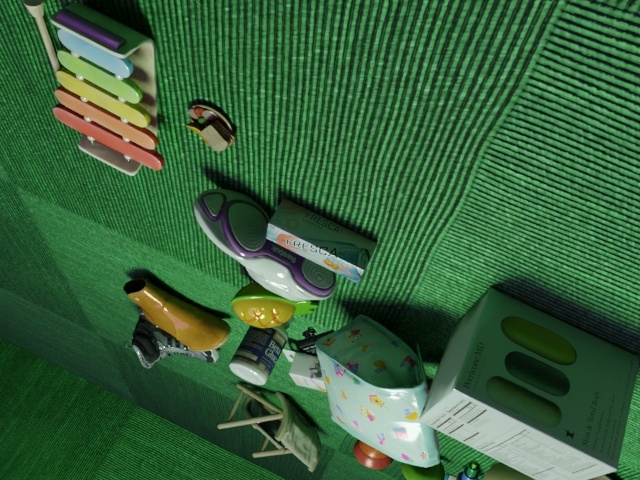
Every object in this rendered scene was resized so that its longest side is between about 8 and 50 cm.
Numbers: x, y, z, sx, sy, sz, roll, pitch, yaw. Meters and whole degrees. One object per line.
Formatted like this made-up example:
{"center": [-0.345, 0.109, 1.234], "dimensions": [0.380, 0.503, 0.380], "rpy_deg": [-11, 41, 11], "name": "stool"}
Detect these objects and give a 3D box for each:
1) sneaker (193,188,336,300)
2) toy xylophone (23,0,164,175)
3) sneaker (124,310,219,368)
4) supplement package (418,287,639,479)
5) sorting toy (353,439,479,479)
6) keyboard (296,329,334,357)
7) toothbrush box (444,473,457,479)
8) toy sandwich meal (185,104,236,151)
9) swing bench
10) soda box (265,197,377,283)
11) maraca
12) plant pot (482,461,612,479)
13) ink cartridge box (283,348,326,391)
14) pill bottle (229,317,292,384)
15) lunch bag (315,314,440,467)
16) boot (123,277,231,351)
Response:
{"center": [-0.120, 0.027, 1.197], "dimensions": [0.305, 0.114, 0.152], "rpy_deg": [39, 148, -19], "name": "sneaker"}
{"center": [-0.350, -0.242, 1.001], "dimensions": [0.236, 0.081, 0.322], "rpy_deg": [23, 150, 9], "name": "toy xylophone"}
{"center": [-0.444, 0.326, 1.908], "dimensions": [0.269, 0.153, 0.101], "rpy_deg": [31, 151, -6], "name": "sneaker"}
{"center": [0.340, 0.250, 1.075], "dimensions": [0.263, 0.199, 0.198], "rpy_deg": [26, 150, 5], "name": "supplement package"}
{"center": [0.279, 0.605, 1.827], "dimensions": [0.366, 0.127, 0.126], "rpy_deg": [17, 120, 13], "name": "sorting toy"}
{"center": [0.000, 0.251, 1.548], "dimensions": [0.108, 0.023, 0.180], "rpy_deg": [37, 149, -15], "name": "keyboard"}
{"center": [0.431, 0.885, 1.910], "dimensions": [0.217, 0.295, 0.126], "rpy_deg": [14, 147, 23], "name": "toothbrush box"}
{"center": [-0.174, -0.176, 1.009], "dimensions": [0.086, 0.029, 0.085], "rpy_deg": [21, 150, 13], "name": "toy sandwich meal"}
{"center": [-0.147, 0.609, 2.106], "dimensions": [0.255, 0.165, 0.253], "rpy_deg": [0, 140, 31], "name": "swing bench"}
{"center": [0.000, 0.000, 1.107], "dimensions": [0.183, 0.063, 0.058], "rpy_deg": [26, 151, 4], "name": "soda box"}
{"center": [-0.100, 0.139, 1.386], "dimensions": [0.186, 0.099, 0.127], "rpy_deg": [5, 159, -12], "name": "maraca"}
{"center": [0.515, 0.628, 1.519], "dimensions": [0.256, 0.256, 0.274], "rpy_deg": [39, 165, -19], "name": "plant pot"}
{"center": [-0.012, 0.333, 1.616], "dimensions": [0.182, 0.061, 0.104], "rpy_deg": [10, 154, 16], "name": "ink cartridge box"}
{"center": [-0.132, 0.237, 1.486], "dimensions": [0.094, 0.169, 0.094], "rpy_deg": [21, 151, 12], "name": "pill bottle"}
{"center": [0.131, 0.304, 1.278], "dimensions": [0.262, 0.160, 0.223], "rpy_deg": [25, 136, 48], "name": "lunch bag"}
{"center": [-0.389, 0.188, 1.694], "dimensions": [0.295, 0.104, 0.211], "rpy_deg": [4, 143, 43], "name": "boot"}
